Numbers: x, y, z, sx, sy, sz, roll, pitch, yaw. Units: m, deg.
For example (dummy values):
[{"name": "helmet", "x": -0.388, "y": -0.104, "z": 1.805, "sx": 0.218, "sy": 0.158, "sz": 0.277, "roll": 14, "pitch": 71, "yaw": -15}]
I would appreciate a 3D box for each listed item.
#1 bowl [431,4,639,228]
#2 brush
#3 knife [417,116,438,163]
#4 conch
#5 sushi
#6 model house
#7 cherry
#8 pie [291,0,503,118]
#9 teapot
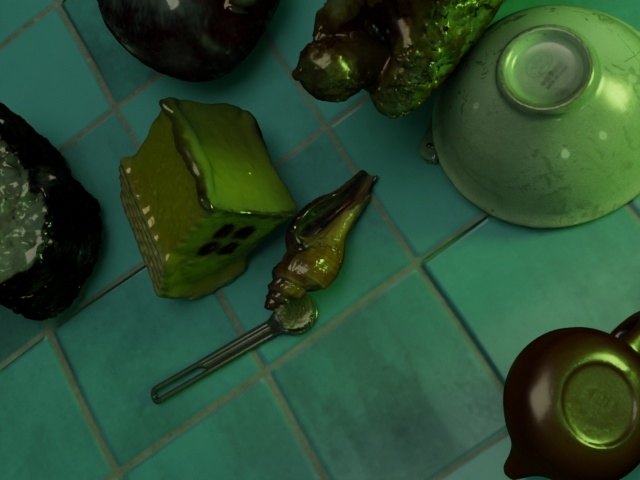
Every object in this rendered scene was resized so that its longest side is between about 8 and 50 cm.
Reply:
[{"name": "bowl", "x": 0.280, "y": -0.183, "z": 1.276, "sx": 0.313, "sy": 0.146, "sz": 0.313, "roll": -5, "pitch": 72, "yaw": 15}, {"name": "brush", "x": -0.121, "y": 0.149, "z": 1.390, "sx": 0.266, "sy": 0.027, "sz": 0.062, "roll": -32, "pitch": 65, "yaw": 8}, {"name": "knife", "x": 0.177, "y": -0.179, "z": 1.394, "sx": 0.044, "sy": 0.023, "sz": 0.162, "roll": 27, "pitch": 82, "yaw": 21}, {"name": "conch", "x": -0.005, "y": 0.002, "z": 1.374, "sx": 0.086, "sy": 0.080, "sz": 0.232, "roll": 28, "pitch": 60, "yaw": -11}, {"name": "sushi", "x": -0.455, "y": -0.056, "z": 1.508, "sx": 0.211, "sy": 0.171, "sz": 0.350, "roll": -40, "pitch": 63, "yaw": 6}, {"name": "model house", "x": -0.183, "y": -0.047, "z": 1.399, "sx": 0.234, "sy": 0.175, "sz": 0.193, "roll": -43, "pitch": 61, "yaw": 30}, {"name": "cherry", "x": -0.185, "y": -0.358, "z": 1.483, "sx": 0.296, "sy": 0.218, "sz": 0.255, "roll": 24, "pitch": 88, "yaw": 31}, {"name": "pie", "x": 0.166, "y": -0.348, "z": 1.260, "sx": 0.180, "sy": 0.395, "sz": 0.418, "roll": 41, "pitch": 115, "yaw": -7}, {"name": "teapot", "x": 0.297, "y": 0.174, "z": 1.179, "sx": 0.178, "sy": 0.135, "sz": 0.252, "roll": 46, "pitch": 70, "yaw": -6}]
